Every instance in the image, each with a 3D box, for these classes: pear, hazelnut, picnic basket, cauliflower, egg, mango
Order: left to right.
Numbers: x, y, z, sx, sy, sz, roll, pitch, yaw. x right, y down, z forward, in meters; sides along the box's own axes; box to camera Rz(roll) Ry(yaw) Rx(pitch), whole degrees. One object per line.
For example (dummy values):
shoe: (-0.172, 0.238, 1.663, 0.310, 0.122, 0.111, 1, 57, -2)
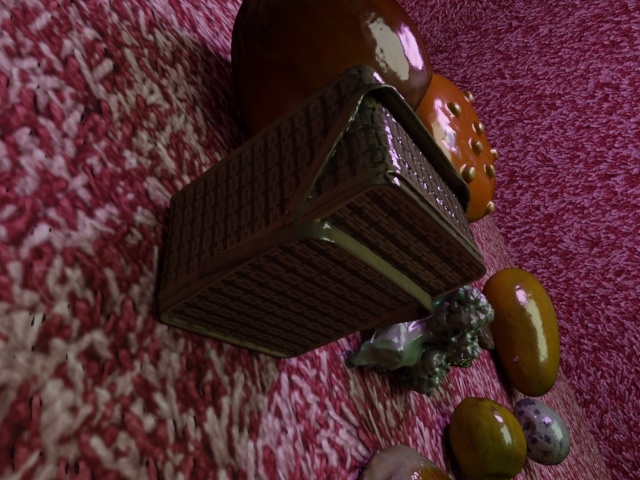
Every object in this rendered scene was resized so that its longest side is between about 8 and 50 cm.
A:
picnic basket: (0.000, 0.000, 0.492, 0.228, 0.313, 0.175, 34, 38, -43)
hazelnut: (0.003, -0.271, 0.741, 0.315, 0.372, 0.372, -39, 103, -22)
cauliflower: (0.160, 0.162, 0.780, 0.315, 0.239, 0.256, -20, 123, -44)
pear: (0.333, 0.396, 0.879, 0.149, 0.149, 0.162, 42, 39, -34)
mango: (0.677, 0.299, 1.472, 0.301, 0.220, 0.445, 44, 36, -36)
egg: (0.619, 0.536, 1.243, 0.141, 0.141, 0.181, 33, 31, -43)

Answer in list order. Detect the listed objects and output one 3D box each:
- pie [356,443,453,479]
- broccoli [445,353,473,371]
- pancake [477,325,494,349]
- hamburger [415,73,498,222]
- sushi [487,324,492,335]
pie: (0.151, 0.442, 0.595, 0.315, 0.092, 0.315, 40, 36, -38)
broccoli: (0.272, 0.233, 0.968, 0.130, 0.131, 0.120, -63, 160, -72)
pancake: (0.317, 0.147, 1.001, 0.236, 0.042, 0.222, 41, 23, -40)
hamburger: (0.256, -0.210, 1.070, 0.396, 0.277, 0.395, 22, 60, -44)
sushi: (0.505, 0.267, 1.383, 0.120, 0.052, 0.055, 67, 10, 15)
